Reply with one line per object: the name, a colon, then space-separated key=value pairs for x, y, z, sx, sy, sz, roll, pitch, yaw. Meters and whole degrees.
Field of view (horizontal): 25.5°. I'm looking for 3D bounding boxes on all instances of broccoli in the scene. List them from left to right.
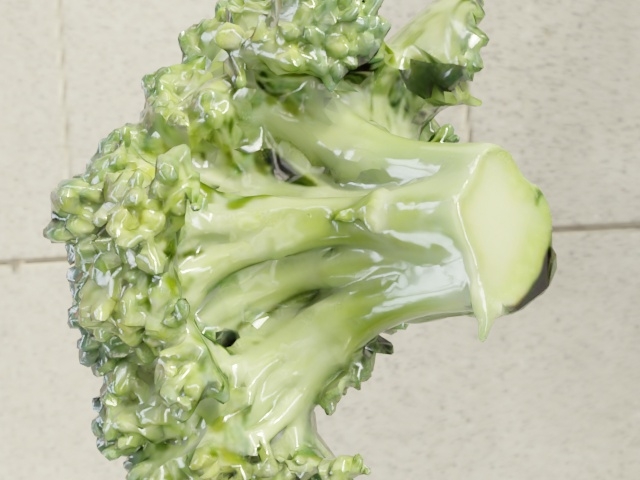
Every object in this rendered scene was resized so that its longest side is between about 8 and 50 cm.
broccoli: x=-0.012 y=-0.013 z=0.908 sx=0.317 sy=0.338 sz=0.277 roll=-28 pitch=120 yaw=26
